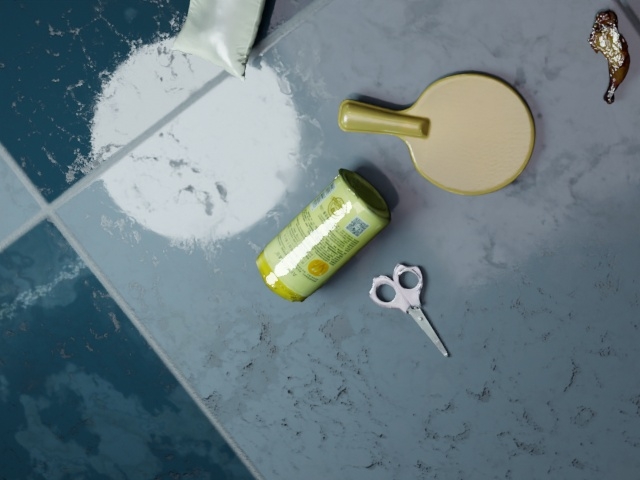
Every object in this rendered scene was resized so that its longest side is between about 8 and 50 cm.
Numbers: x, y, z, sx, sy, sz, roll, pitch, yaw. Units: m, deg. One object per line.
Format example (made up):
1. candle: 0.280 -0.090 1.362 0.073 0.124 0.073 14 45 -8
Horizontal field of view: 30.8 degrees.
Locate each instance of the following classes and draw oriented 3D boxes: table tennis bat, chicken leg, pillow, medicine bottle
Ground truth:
1. table tennis bat: 0.187 -0.180 1.883 0.321 0.050 0.198 10 107 4
2. chicken leg: 0.452 -0.285 1.806 0.062 0.037 0.145 -8 106 36
3. pillow: -0.155 -0.398 1.867 0.144 0.078 0.254 20 109 15
4. medicine bottle: 0.000 0.000 1.938 0.124 0.124 0.239 44 110 -4

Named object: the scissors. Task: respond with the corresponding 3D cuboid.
1. scissors: 0.166 0.127 1.998 0.100 0.015 0.189 -33 99 16
